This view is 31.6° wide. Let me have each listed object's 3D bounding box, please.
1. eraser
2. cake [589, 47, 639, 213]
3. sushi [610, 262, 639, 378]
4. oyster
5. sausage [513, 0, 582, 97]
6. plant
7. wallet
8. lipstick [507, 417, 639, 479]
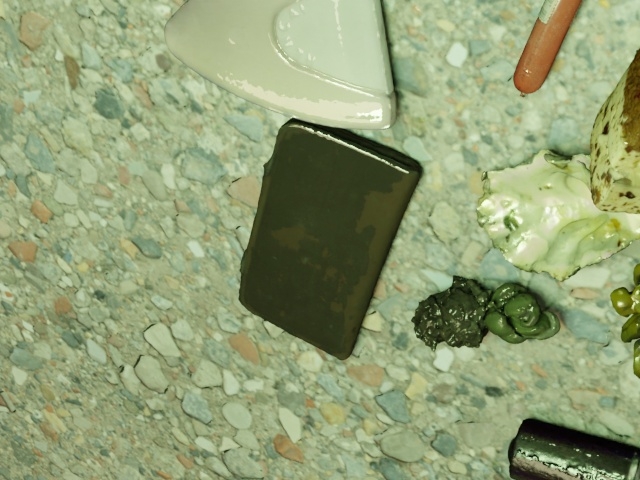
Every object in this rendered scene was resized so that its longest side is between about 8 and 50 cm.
[{"bbox_3d":[-0.046,-0.215,1.152,0.243,0.059,0.204,5,125,24],"label":"eraser"},{"bbox_3d":[0.365,-0.090,1.006,0.245,0.135,0.112,8,143,-11],"label":"cake"},{"bbox_3d":[0.388,0.117,1.071,0.179,0.167,0.296,-20,119,15],"label":"sushi"},{"bbox_3d":[0.244,-0.035,1.105,0.209,0.072,0.133,-31,79,51],"label":"oyster"},{"bbox_3d":[0.223,-0.226,0.998,0.034,0.034,0.253,30,133,9],"label":"sausage"},{"bbox_3d":[0.175,0.082,1.225,0.174,0.087,0.085,-5,149,39],"label":"plant"},{"bbox_3d":[0.000,0.000,1.292,0.165,0.042,0.310,26,133,10],"label":"wallet"},{"bbox_3d":[0.354,0.271,1.246,0.299,0.081,0.081,15,129,24],"label":"lipstick"}]
